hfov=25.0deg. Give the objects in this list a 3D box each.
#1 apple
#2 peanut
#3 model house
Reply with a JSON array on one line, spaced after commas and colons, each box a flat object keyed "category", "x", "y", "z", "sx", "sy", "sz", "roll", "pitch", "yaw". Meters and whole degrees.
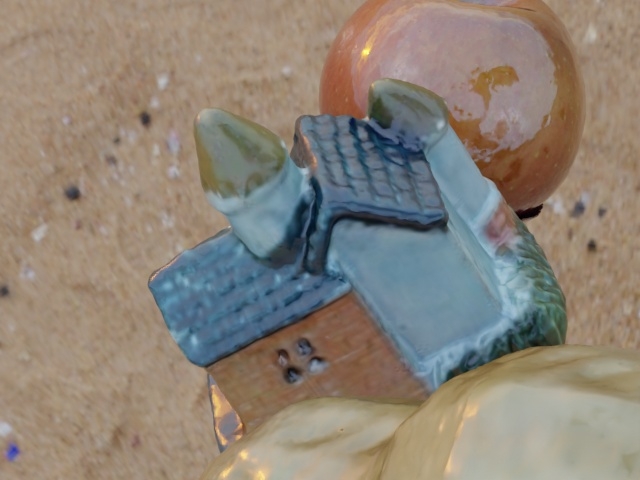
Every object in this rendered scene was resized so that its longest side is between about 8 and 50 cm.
[{"category": "apple", "x": 0.126, "y": -0.138, "z": 1.347, "sx": 0.252, "sy": 0.272, "sz": 0.206, "roll": 23, "pitch": 112, "yaw": 7}, {"category": "peanut", "x": 0.085, "y": 0.135, "z": 0.582, "sx": 0.387, "sy": 0.192, "sz": 0.169, "roll": -12, "pitch": 44, "yaw": 46}, {"category": "model house", "x": 0.000, "y": 0.000, "z": 0.945, "sx": 0.253, "sy": 0.291, "sz": 0.184, "roll": -25, "pitch": 41, "yaw": 10}]
